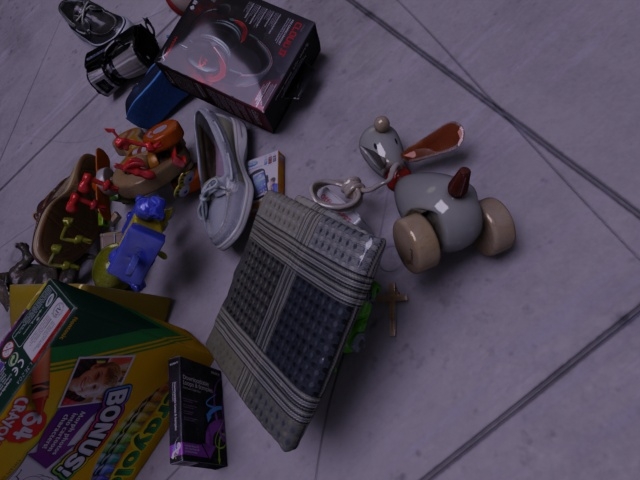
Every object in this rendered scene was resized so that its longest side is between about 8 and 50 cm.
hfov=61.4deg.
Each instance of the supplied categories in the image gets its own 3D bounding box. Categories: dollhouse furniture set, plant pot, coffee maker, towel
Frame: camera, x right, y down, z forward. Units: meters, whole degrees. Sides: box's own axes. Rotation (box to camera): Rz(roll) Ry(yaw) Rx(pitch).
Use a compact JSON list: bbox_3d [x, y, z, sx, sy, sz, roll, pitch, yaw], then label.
[{"bbox_3d":[-0.456,-0.029,1.229,0.076,0.058,0.152,-6,83,19],"label":"dollhouse furniture set"},{"bbox_3d":[-0.437,0.188,1.007,0.212,0.212,0.188,-3,76,29],"label":"plant pot"},{"bbox_3d":[-0.529,-0.490,1.455,0.178,0.120,0.171,-19,35,20],"label":"coffee maker"},{"bbox_3d":[-0.052,0.094,0.813,0.324,0.056,0.313,30,100,55],"label":"towel"}]

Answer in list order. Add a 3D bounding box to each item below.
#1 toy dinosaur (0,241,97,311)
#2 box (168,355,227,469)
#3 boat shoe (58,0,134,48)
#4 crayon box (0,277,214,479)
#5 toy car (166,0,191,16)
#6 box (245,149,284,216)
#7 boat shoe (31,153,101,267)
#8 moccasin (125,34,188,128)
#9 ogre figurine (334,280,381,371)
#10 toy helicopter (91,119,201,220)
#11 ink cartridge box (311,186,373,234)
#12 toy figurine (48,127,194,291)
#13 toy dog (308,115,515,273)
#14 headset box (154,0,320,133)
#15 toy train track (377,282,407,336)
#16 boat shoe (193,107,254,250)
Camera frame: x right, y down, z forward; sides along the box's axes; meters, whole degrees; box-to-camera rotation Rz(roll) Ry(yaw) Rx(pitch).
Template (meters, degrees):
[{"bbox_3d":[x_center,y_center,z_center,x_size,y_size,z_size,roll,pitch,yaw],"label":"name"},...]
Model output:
[{"bbox_3d":[-0.630,0.089,1.227,0.313,0.121,0.161,0,62,4],"label":"toy dinosaur"},{"bbox_3d":[-0.198,0.278,0.869,0.029,0.116,0.162,-23,57,17],"label":"box"},{"bbox_3d":[-0.683,-0.646,1.603,0.335,0.119,0.121,23,80,36],"label":"boat shoe"},{"bbox_3d":[-0.386,0.279,0.853,0.106,0.313,0.363,30,84,37],"label":"crayon box"},{"bbox_3d":[-0.336,-0.645,1.388,0.238,0.219,0.211,1,64,62],"label":"toy car"},{"bbox_3d":[-0.112,-0.120,1.071,0.081,0.028,0.136,-16,62,24],"label":"box"},{"bbox_3d":[-0.584,-0.058,1.237,0.123,0.123,0.342,-27,41,24],"label":"boat shoe"},{"bbox_3d":[-0.349,-0.416,1.288,0.341,0.138,0.117,-32,50,12],"label":"moccasin"},{"bbox_3d":[0.004,0.135,0.840,0.196,0.097,0.118,-8,47,5],"label":"ogre figurine"},{"bbox_3d":[-0.413,-0.175,1.202,0.234,0.140,0.355,-35,36,-11],"label":"toy helicopter"},{"bbox_3d":[0.000,0.000,0.924,0.150,0.063,0.109,-47,52,2],"label":"ink cartridge box"},{"bbox_3d":[-0.373,0.006,0.986,0.363,0.191,0.217,-53,32,20],"label":"toy figurine"},{"bbox_3d":[0.144,-0.101,0.810,0.220,0.161,0.333,-32,52,-28],"label":"toy dog"},{"bbox_3d":[-0.153,-0.376,1.115,0.293,0.110,0.218,28,83,11],"label":"headset box"},{"bbox_3d":[0.113,0.108,0.838,0.048,0.014,0.084,-5,70,20],"label":"toy train track"},{"bbox_3d":[-0.203,-0.126,1.059,0.118,0.103,0.321,-35,48,40],"label":"boat shoe"}]
